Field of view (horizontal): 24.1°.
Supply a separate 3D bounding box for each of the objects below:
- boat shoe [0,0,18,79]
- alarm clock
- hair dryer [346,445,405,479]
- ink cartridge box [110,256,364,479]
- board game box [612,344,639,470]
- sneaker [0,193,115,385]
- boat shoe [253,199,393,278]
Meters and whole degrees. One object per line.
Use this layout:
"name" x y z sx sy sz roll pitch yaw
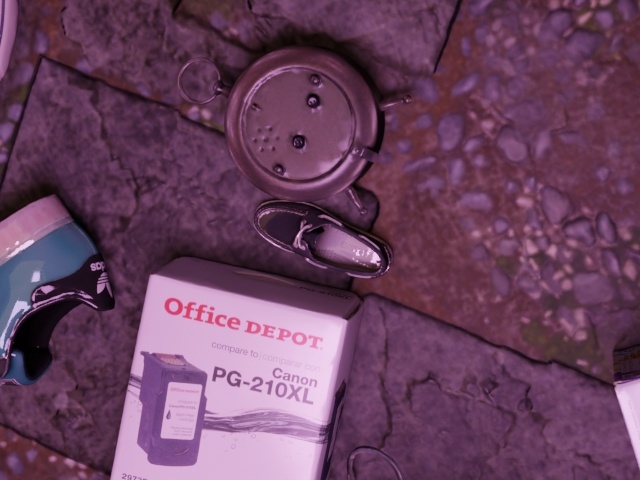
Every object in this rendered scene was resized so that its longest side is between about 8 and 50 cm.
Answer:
"boat shoe" -0.369 -0.108 1.253 0.127 0.158 0.340 25 101 6
"alarm clock" -0.032 -0.104 1.246 0.192 0.064 0.129 22 100 10
"hair dryer" 0.099 0.328 1.236 0.080 0.223 0.293 -11 111 -15
"ink cartridge box" -0.073 0.149 1.260 0.172 0.100 0.237 12 99 8
"board game box" 0.379 0.126 1.156 0.275 0.142 0.144 -17 93 12
"sneaker" -0.311 0.095 1.293 0.302 0.108 0.121 -37 85 11
"boat shoe" 0.000 0.000 1.261 0.125 0.038 0.046 25 100 6
